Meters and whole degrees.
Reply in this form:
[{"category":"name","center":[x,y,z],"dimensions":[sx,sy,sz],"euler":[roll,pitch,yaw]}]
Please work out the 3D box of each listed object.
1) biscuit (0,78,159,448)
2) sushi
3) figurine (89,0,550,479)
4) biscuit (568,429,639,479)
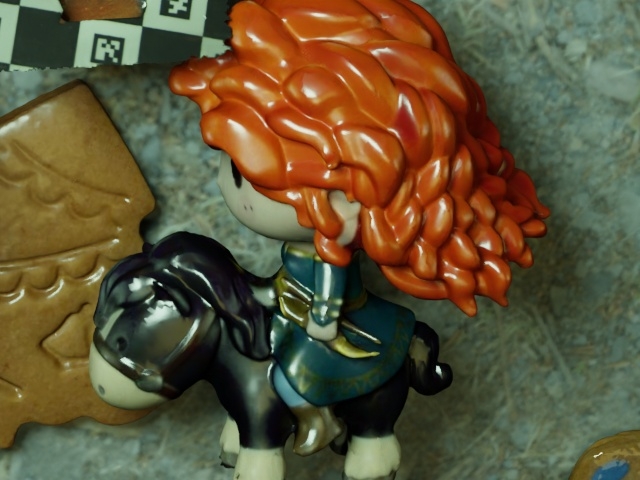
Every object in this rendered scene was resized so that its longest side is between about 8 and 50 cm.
[{"category":"biscuit","center":[-0.230,0.021,1.474],"dimensions":[0.284,0.043,0.306],"euler":[13,106,-20]},{"category":"sushi","center":[-0.165,-0.245,1.343],"dimensions":[0.192,0.043,0.279],"euler":[-7,76,-13]},{"category":"figurine","center":[-0.009,0.007,1.442],"dimensions":[0.306,0.241,0.412],"euler":[28,109,-4]},{"category":"biscuit","center":[0.389,0.245,1.743],"dimensions":[0.205,0.049,0.324],"euler":[-47,117,3]}]
